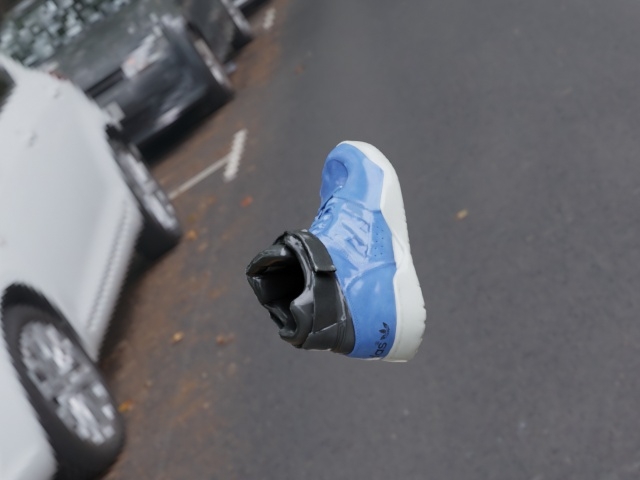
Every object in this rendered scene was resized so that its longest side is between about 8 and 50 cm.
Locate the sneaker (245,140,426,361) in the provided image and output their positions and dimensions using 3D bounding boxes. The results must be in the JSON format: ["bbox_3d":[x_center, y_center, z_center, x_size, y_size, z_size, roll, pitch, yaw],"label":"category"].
[{"bbox_3d":[0.000,-0.001,0.758,0.058,0.085,0.152,119,149,-45],"label":"sneaker"}]
